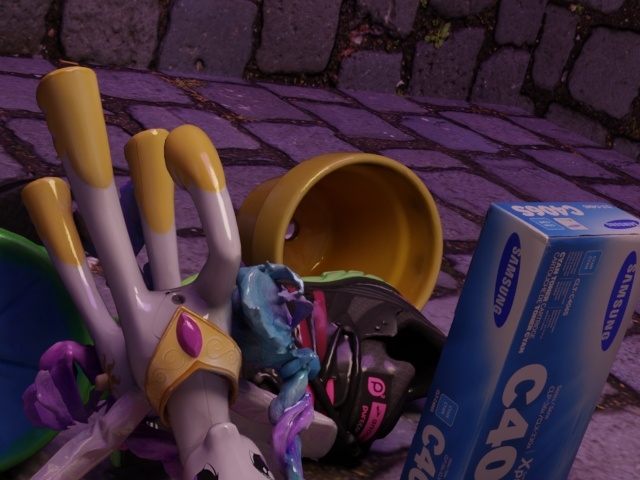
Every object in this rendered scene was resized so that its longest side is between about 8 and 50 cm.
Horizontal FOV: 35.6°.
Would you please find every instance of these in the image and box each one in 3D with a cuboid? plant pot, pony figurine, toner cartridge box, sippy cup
[{"bbox_3d":[0.000,0.000,1.373,0.254,0.254,0.239,2,7,-29],"label":"plant pot"},{"bbox_3d":[-0.125,0.100,0.744,0.303,0.363,0.351,-13,-14,-24],"label":"pony figurine"},{"bbox_3d":[0.186,0.136,0.935,0.165,0.347,0.075,-3,27,-38],"label":"toner cartridge box"},{"bbox_3d":[-0.351,0.078,0.953,0.305,0.240,0.224,52,-9,-25],"label":"sippy cup"}]

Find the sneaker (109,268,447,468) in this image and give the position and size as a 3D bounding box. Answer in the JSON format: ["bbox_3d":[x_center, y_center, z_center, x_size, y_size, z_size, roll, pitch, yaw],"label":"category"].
[{"bbox_3d":[-0.016,0.133,1.056,0.202,0.185,0.483,25,24,36],"label":"sneaker"}]

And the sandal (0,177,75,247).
[{"bbox_3d":[-0.449,0.017,1.174,0.107,0.167,0.446,-6,4,23],"label":"sandal"}]
